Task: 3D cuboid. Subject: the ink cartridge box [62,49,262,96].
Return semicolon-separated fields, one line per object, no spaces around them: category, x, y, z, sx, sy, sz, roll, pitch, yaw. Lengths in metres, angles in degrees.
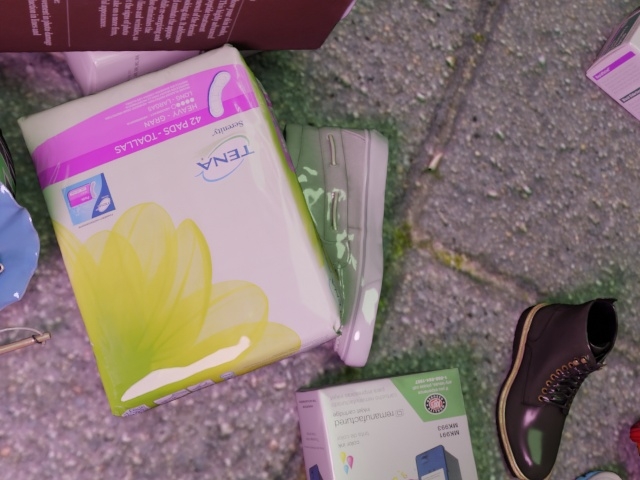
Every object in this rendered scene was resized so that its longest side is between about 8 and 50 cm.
ink cartridge box;-0.150;-0.284;0.839;0.273;0.115;0.198;-24;86;-20

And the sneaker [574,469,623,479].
sneaker;0.279;0.326;0.848;0.071;0.083;0.191;42;68;-2

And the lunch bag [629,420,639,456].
lunch bag;0.513;0.210;0.853;0.293;0.258;0.120;-12;81;-20

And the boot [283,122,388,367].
boot;0.000;0.000;0.844;0.123;0.095;0.258;6;71;-5

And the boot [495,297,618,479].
boot;0.253;0.156;0.850;0.077;0.137;0.198;10;75;-15

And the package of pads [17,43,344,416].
package of pads;-0.122;-0.013;0.760;0.229;0.101;0.296;-20;83;0

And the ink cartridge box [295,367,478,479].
ink cartridge box;0.071;0.242;0.798;0.154;0.093;0.212;-4;80;-19

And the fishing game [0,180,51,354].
fishing game;-0.317;0.020;0.632;0.189;0.264;0.041;-14;43;-21

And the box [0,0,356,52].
box;-0.160;-0.254;0.667;0.381;0.191;0.143;-3;80;-17

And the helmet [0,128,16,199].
helmet;-0.346;-0.052;0.699;0.169;0.161;0.169;4;76;-16

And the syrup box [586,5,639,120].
syrup box;0.467;-0.188;1.020;0.237;0.096;0.093;39;70;-7
